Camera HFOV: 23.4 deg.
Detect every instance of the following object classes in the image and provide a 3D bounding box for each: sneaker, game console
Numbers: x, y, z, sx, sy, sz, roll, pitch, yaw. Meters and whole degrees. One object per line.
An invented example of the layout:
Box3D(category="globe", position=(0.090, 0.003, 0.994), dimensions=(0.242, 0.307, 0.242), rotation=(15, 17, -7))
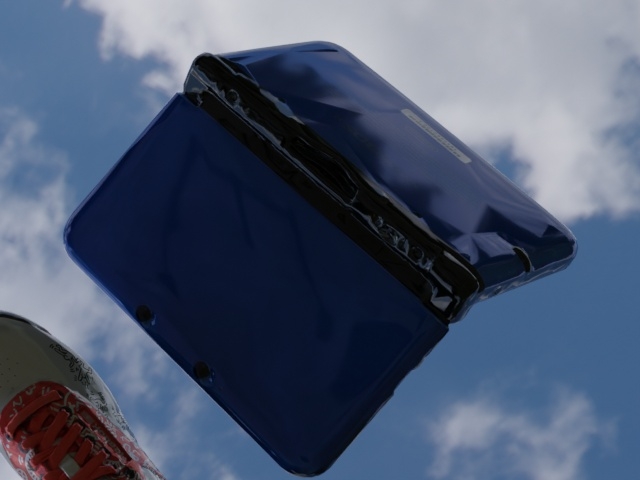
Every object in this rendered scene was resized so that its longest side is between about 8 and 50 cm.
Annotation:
Box3D(category="sneaker", position=(-0.161, 0.165, 1.088), dimensions=(0.090, 0.145, 0.270), rotation=(-37, -76, -9))
Box3D(category="game console", position=(0.000, 0.000, 1.178), dimensions=(0.293, 0.173, 0.250), rotation=(42, -147, 24))
